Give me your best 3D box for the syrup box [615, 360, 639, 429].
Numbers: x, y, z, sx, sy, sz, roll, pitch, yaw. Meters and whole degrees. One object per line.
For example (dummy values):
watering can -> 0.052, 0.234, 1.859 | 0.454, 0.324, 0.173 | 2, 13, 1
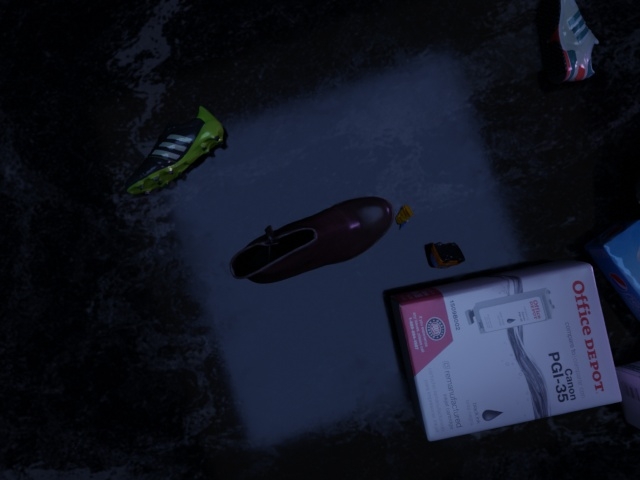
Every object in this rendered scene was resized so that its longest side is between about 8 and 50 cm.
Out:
syrup box -> 0.585, 0.215, 0.855 | 0.237, 0.093, 0.096 | -14, 88, 0

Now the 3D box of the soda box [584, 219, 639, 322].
soda box -> 0.507, 0.072, 0.872 | 0.071, 0.067, 0.210 | -36, 90, 0

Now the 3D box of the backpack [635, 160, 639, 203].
backpack -> 0.568, -0.054, 0.829 | 0.166, 0.144, 0.188 | -6, 66, -2

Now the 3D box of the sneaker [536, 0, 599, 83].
sneaker -> 0.392, -0.326, 0.893 | 0.076, 0.057, 0.161 | -5, 87, -16

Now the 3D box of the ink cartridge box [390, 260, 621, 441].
ink cartridge box -> 0.266, 0.155, 0.845 | 0.283, 0.117, 0.207 | -12, 89, 0

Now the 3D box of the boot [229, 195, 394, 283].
boot -> 0.000, 0.000, 0.805 | 0.249, 0.207, 0.090 | -23, 89, 0

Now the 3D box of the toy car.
toy car -> 0.172, -0.003, 0.900 | 0.122, 0.060, 0.040 | 54, 134, 17

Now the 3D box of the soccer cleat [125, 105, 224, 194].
soccer cleat -> -0.234, -0.139, 0.888 | 0.179, 0.060, 0.072 | -37, 79, -7
